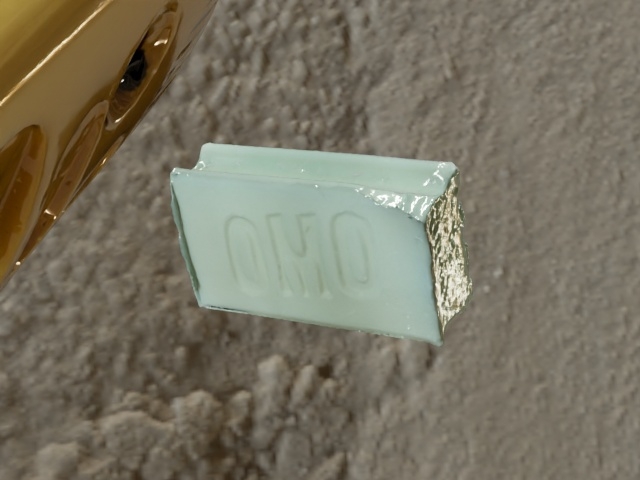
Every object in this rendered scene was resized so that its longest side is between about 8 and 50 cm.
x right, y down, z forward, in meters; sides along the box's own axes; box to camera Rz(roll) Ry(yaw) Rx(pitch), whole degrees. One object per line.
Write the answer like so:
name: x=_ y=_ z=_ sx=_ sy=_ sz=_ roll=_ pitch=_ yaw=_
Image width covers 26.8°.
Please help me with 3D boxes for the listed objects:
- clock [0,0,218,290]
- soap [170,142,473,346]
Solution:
clock: x=-0.155 y=-0.059 z=0.423 sx=0.200 sy=0.244 sz=0.317 roll=43 pitch=43 yaw=0
soap: x=0.000 y=0.000 z=0.909 sx=0.063 sy=0.198 sz=0.115 roll=-45 pitch=132 yaw=-47
